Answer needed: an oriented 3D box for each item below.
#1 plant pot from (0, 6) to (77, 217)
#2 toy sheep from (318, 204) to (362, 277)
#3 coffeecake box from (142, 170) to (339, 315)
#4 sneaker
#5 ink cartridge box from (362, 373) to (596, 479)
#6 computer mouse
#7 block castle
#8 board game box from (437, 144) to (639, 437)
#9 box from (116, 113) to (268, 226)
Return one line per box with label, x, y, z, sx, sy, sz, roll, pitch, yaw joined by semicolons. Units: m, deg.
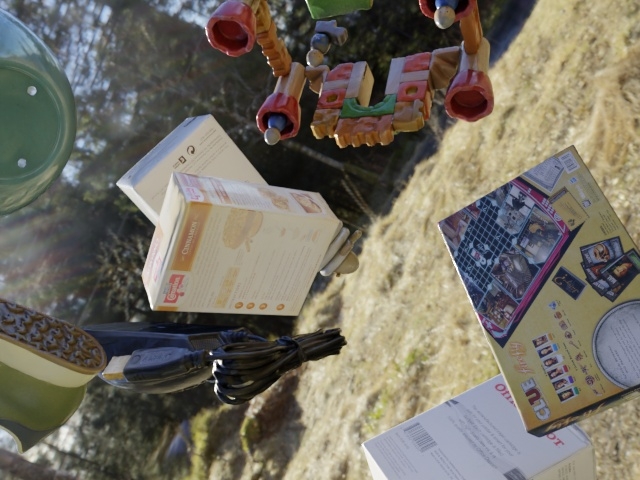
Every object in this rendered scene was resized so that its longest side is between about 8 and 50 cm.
plant pot;-0.404;-0.144;0.764;0.195;0.290;0.290;16;80;41
toy sheep;0.000;0.000;0.923;0.091;0.132;0.091;-48;0;1
coffeecake box;-0.093;0.009;0.757;0.068;0.185;0.142;55;130;47
sneaker;-0.235;0.065;0.396;0.086;0.192;0.064;-58;13;11
ink cartridge box;0.184;0.266;0.773;0.158;0.217;0.092;45;155;59
computer mouse;-0.124;0.105;0.538;0.184;0.261;0.060;1;-93;-66
block castle;0.061;-0.324;1.150;0.303;0.452;0.213;61;-145;-48
board game box;0.232;0.045;0.648;0.165;0.042;0.243;-31;54;21
box;-0.212;-0.089;1.130;0.181;0.182;0.119;-48;26;-17
